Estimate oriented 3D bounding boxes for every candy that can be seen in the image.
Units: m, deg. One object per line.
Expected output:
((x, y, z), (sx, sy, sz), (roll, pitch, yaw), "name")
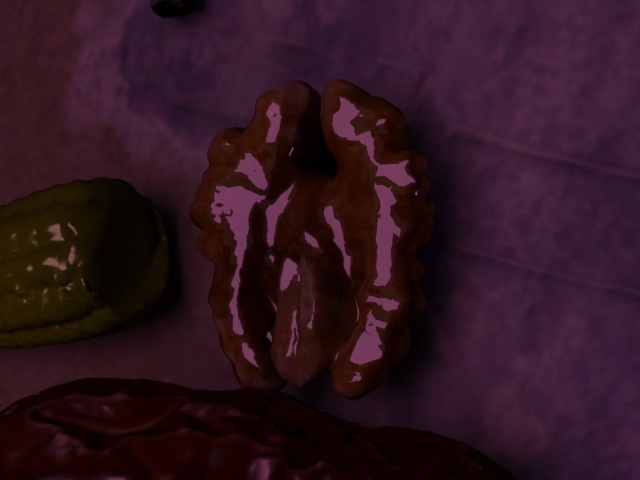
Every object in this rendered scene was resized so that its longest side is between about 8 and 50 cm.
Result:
((-0.185, 0.023, 0.898), (0.209, 0.097, 0.096), (-14, 77, 38), "candy")

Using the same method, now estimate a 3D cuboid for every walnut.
((0.000, 0.000, 0.790), (0.143, 0.069, 0.170), (1, 86, 32), "walnut")

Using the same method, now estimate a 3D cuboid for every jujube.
((-0.041, 0.170, 0.730), (0.342, 0.216, 0.216), (0, 84, 27), "jujube")

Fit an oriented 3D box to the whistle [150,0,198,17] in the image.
((-0.100, -0.221, 0.903), (0.033, 0.033, 0.176), (-16, 76, 31), "whistle")
